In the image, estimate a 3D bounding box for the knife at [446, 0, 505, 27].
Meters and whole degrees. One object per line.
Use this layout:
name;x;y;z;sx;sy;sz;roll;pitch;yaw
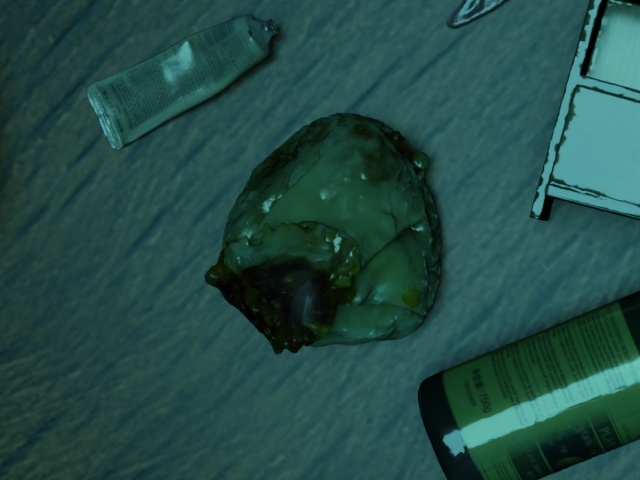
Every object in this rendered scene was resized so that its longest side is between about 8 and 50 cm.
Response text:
knife;0.189;-0.246;1.275;0.035;0.018;0.247;45;100;4

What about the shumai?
shumai;0.001;-0.006;1.247;0.184;0.142;0.184;1;94;10

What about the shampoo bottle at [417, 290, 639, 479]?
shampoo bottle;0.216;0.098;1.230;0.283;0.101;0.101;-23;87;9

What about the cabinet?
cabinet;0.261;-0.095;1.196;0.174;0.148;0.215;16;95;10

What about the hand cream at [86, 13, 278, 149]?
hand cream;-0.106;-0.131;1.325;0.165;0.037;0.057;-26;86;17
